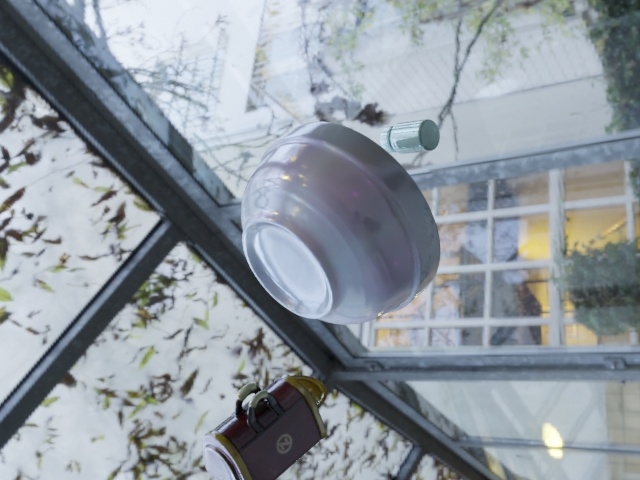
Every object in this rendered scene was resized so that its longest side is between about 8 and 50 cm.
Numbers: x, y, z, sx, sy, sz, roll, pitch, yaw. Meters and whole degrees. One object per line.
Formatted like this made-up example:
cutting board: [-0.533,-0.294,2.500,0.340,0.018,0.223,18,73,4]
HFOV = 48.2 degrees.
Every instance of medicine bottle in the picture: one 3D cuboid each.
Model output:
medicine bottle: [0.132,-0.152,1.056,0.047,0.083,0.047,-2,-87,-40]

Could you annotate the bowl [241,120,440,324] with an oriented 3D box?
bowl: [0.000,0.000,0.949,0.144,0.287,0.287,-40,-60,-32]

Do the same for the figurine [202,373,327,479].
figurine: [-0.059,0.194,0.790,0.154,0.082,0.098,-35,-54,-34]
